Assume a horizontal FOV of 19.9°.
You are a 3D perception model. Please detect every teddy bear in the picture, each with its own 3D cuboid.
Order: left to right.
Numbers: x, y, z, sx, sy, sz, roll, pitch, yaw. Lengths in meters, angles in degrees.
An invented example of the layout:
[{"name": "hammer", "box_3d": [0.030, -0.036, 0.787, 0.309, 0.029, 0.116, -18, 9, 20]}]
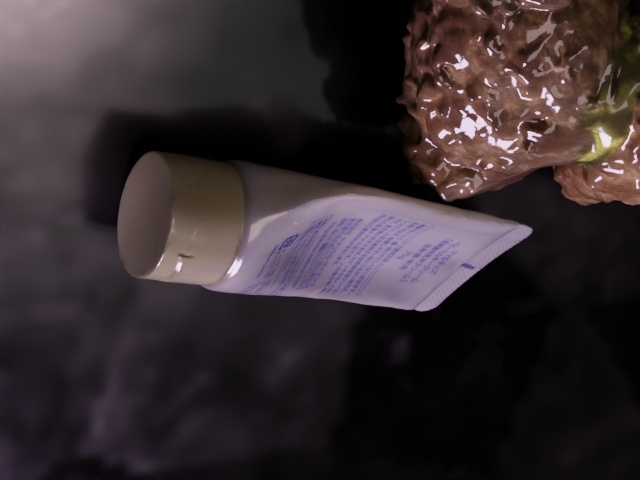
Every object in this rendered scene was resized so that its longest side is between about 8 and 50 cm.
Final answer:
[{"name": "teddy bear", "box_3d": [0.195, -0.117, 1.043, 0.296, 0.222, 0.246, -45, 165, -38]}]

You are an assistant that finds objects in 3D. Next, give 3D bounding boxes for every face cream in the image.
[{"name": "face cream", "box_3d": [0.000, 0.000, 1.030, 0.224, 0.070, 0.114, 7, 150, -30]}]
